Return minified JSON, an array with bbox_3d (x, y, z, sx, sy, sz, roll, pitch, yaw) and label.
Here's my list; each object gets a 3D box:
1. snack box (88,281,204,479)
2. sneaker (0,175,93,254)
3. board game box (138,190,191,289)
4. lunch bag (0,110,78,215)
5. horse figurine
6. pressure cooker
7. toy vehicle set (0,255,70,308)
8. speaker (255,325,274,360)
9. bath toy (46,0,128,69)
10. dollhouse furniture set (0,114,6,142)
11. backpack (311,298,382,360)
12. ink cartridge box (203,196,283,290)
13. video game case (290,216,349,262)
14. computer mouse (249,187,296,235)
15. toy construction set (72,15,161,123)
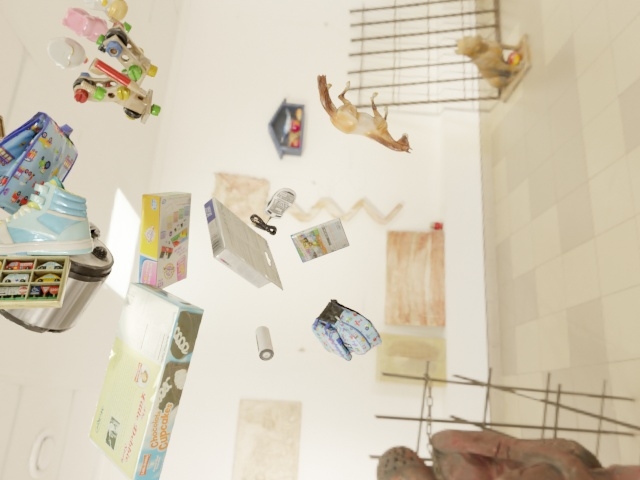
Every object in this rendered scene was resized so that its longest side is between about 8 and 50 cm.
[{"bbox_3d":[-0.331,0.256,0.985,0.187,0.060,0.321,15,90,43],"label":"snack box"},{"bbox_3d":[-0.761,-0.068,1.362,0.127,0.319,0.208,-166,77,-67],"label":"sneaker"},{"bbox_3d":[-0.526,-0.004,1.793,0.242,0.064,0.316,-33,-50,-77],"label":"board game box"},{"bbox_3d":[-0.798,-0.212,1.469,0.293,0.138,0.221,-53,-8,-15],"label":"lunch bag"},{"bbox_3d":[0.096,-0.306,1.283,0.066,0.263,0.174,-44,38,48],"label":"horse figurine"},{"bbox_3d":[-1.030,0.105,2.073,0.420,0.376,0.370,-53,52,10],"label":"pressure cooker"},{"bbox_3d":[-0.891,0.122,1.543,0.035,0.267,0.165,105,160,-49],"label":"toy vehicle set"},{"bbox_3d":[-0.202,0.369,1.896,0.136,0.055,0.055,-114,28,-59],"label":"speaker"},{"bbox_3d":[-0.699,-0.674,1.611,0.348,0.151,0.129,-48,14,19],"label":"bath toy"},{"bbox_3d":[-1.279,-0.472,2.087,0.151,0.123,0.144,39,-147,-74],"label":"dollhouse furniture set"},{"bbox_3d":[0.082,0.270,1.515,0.117,0.173,0.158,-47,-50,-25],"label":"backpack"},{"bbox_3d":[-0.300,0.028,2.024,0.330,0.071,0.324,44,-166,-40],"label":"ink cartridge box"},{"bbox_3d":[0.000,0.000,1.693,0.015,0.166,0.119,-107,-4,-51],"label":"video game case"},{"bbox_3d":[-0.142,-0.103,1.686,0.193,0.106,0.042,-48,26,30],"label":"computer mouse"},{"bbox_3d":[-0.534,-0.441,1.483,0.257,0.237,0.309,-54,34,10],"label":"toy construction set"}]
